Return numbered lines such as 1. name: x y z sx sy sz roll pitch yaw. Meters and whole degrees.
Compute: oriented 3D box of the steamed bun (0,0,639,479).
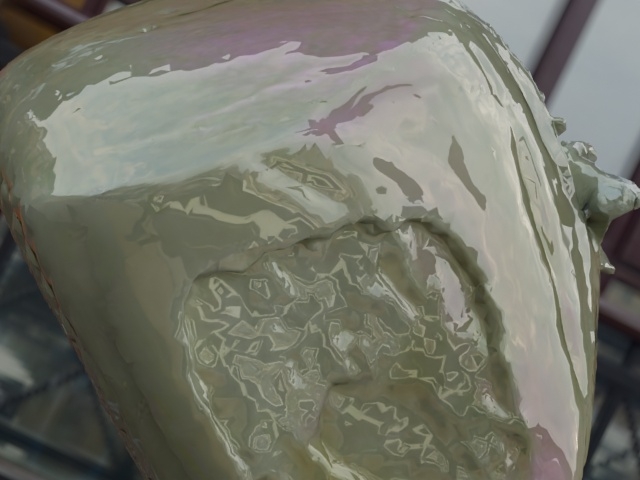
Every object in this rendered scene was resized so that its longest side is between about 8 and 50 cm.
1. steamed bun: 0.000 0.000 0.515 0.170 0.152 0.239 65 -5 -15
